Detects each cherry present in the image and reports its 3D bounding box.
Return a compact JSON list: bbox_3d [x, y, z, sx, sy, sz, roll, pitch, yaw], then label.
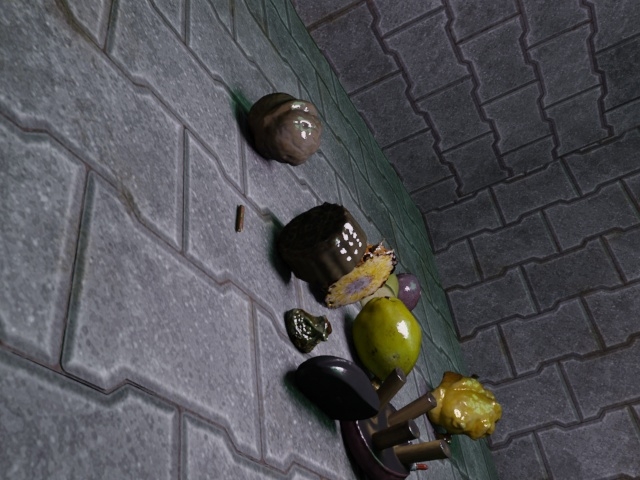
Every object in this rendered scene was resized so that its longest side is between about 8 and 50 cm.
[{"bbox_3d":[0.343,0.211,2.542,0.176,0.140,0.176,-12,90,-84],"label":"cherry"}]

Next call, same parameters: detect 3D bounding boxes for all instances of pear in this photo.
[{"bbox_3d":[0.204,0.301,1.889,0.212,0.212,0.269,-17,102,-73],"label":"pear"}]

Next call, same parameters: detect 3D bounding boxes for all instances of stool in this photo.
[{"bbox_3d":[0.196,0.485,1.621,0.272,0.178,0.272,44,24,-26],"label":"stool"}]

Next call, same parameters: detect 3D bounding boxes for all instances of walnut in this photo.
[{"bbox_3d":[-0.100,-0.319,1.765,0.224,0.224,0.224,56,20,-34],"label":"walnut"}]

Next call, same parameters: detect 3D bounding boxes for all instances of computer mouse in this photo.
[{"bbox_3d":[0.039,0.336,1.463,0.270,0.137,0.086,51,33,-39],"label":"computer mouse"}]

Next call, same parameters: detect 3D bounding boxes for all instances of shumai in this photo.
[{"bbox_3d":[-0.021,0.213,1.521,0.124,0.087,0.099,52,24,-38],"label":"shumai"}]

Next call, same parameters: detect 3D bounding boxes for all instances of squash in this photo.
[{"bbox_3d":[0.220,0.168,2.235,0.133,0.132,0.247,64,18,-11],"label":"squash"}]

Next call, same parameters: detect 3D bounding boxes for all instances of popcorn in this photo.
[{"bbox_3d":[0.553,0.634,2.438,0.297,0.281,0.316,14,21,-22],"label":"popcorn"}]

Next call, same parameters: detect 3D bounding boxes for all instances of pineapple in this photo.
[{"bbox_3d":[0.058,0.022,1.841,0.272,0.262,0.262,55,9,29],"label":"pineapple"}]

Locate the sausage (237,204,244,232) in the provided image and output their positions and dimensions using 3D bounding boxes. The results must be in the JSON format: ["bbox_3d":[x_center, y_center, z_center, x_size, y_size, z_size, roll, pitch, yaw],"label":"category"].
[{"bbox_3d":[-0.188,-0.052,1.467,0.015,0.015,0.100,54,22,-37],"label":"sausage"}]

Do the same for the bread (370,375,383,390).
[{"bbox_3d":[0.170,0.446,1.902,0.049,0.033,0.088,53,13,1],"label":"bread"}]

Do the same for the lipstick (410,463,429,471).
[{"bbox_3d":[0.235,0.625,1.714,0.030,0.129,0.030,-87,177,-56],"label":"lipstick"}]

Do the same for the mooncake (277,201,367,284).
[{"bbox_3d":[0.000,0.000,1.619,0.228,0.228,0.124,-92,158,-49],"label":"mooncake"}]
